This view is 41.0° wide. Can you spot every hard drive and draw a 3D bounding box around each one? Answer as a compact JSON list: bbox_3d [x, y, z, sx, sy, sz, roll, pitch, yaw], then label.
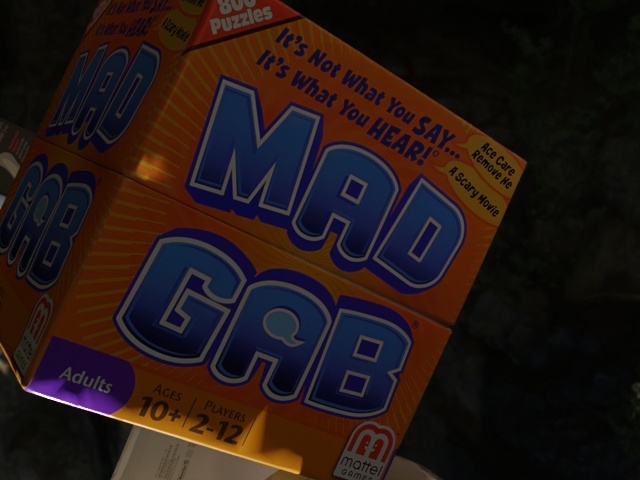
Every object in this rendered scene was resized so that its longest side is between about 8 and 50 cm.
[{"bbox_3d":[-0.143,0.370,1.333,0.353,0.047,0.233,5,-134,13],"label":"hard drive"}]

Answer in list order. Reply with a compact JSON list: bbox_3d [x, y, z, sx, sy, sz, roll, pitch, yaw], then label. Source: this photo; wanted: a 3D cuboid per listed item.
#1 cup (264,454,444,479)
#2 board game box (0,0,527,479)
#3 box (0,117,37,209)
[{"bbox_3d":[0.040,0.414,0.885,0.331,0.331,0.237,4,-175,-1],"label":"cup"},{"bbox_3d":[-0.092,-0.014,0.871,0.356,0.356,0.356,26,178,-31],"label":"board game box"},{"bbox_3d":[-0.474,-0.069,1.332,0.270,0.143,0.165,25,-142,-19],"label":"box"}]
